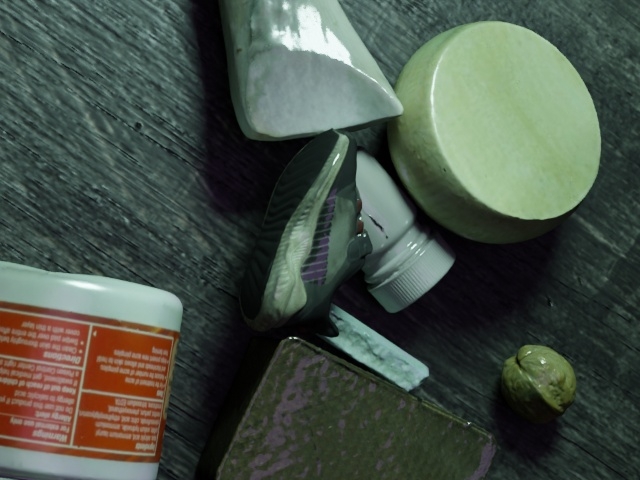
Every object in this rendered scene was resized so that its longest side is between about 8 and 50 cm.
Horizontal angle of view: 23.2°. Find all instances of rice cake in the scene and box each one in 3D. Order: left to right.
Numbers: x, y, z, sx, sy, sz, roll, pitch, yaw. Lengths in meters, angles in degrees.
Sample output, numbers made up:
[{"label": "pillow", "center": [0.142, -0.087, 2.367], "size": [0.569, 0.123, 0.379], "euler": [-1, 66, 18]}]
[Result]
[{"label": "rice cake", "center": [0.022, 0.099, 1.716], "size": [0.226, 0.085, 0.040], "euler": [35, 86, -11]}]

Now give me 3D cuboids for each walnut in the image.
[{"label": "walnut", "center": [0.248, 0.163, 1.776], "size": [0.092, 0.092, 0.092], "euler": [1, 86, -15]}]

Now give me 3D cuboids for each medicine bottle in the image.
[{"label": "medicine bottle", "center": [-0.276, 0.151, 1.541], "size": [0.252, 0.252, 0.241], "euler": [11, 84, -15]}, {"label": "medicine bottle", "center": [0.059, -0.013, 1.722], "size": [0.105, 0.105, 0.168], "euler": [-44, 98, -14]}]

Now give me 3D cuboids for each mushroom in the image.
[{"label": "mushroom", "center": [-0.036, -0.304, 1.696], "size": [0.177, 0.126, 0.397], "euler": [-12, 85, 0]}]

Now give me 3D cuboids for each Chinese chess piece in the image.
[{"label": "Chinese chess piece", "center": [0.192, -0.119, 1.733], "size": [0.250, 0.101, 0.250], "euler": [10, 69, -27]}]

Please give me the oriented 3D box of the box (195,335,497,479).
[{"label": "box", "center": [0.023, 0.235, 1.677], "size": [0.273, 0.143, 0.184], "euler": [27, 80, -13]}]

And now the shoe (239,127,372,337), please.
[{"label": "shoe", "center": [0.000, 0.000, 1.630], "size": [0.112, 0.099, 0.228], "euler": [27, 83, -25]}]
